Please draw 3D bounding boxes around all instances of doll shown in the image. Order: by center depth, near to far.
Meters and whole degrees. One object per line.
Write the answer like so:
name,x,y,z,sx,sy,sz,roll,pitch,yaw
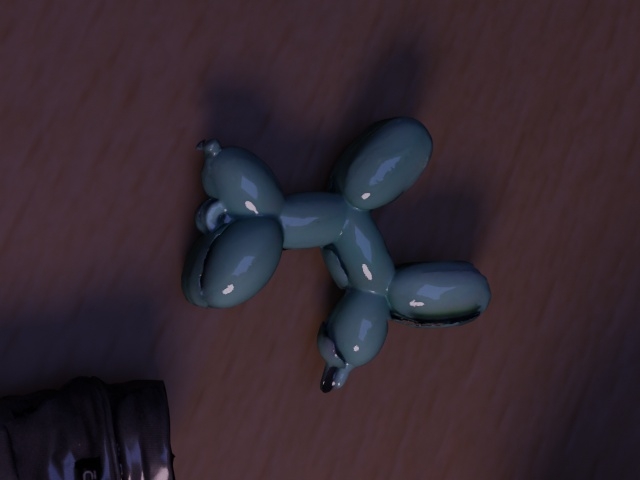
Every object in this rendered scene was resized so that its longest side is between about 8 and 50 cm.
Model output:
doll,0.000,0.000,1.004,0.158,0.059,0.159,-30,101,-14

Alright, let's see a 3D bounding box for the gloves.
gloves,-0.199,0.143,0.924,0.285,0.119,0.142,-9,83,-30
